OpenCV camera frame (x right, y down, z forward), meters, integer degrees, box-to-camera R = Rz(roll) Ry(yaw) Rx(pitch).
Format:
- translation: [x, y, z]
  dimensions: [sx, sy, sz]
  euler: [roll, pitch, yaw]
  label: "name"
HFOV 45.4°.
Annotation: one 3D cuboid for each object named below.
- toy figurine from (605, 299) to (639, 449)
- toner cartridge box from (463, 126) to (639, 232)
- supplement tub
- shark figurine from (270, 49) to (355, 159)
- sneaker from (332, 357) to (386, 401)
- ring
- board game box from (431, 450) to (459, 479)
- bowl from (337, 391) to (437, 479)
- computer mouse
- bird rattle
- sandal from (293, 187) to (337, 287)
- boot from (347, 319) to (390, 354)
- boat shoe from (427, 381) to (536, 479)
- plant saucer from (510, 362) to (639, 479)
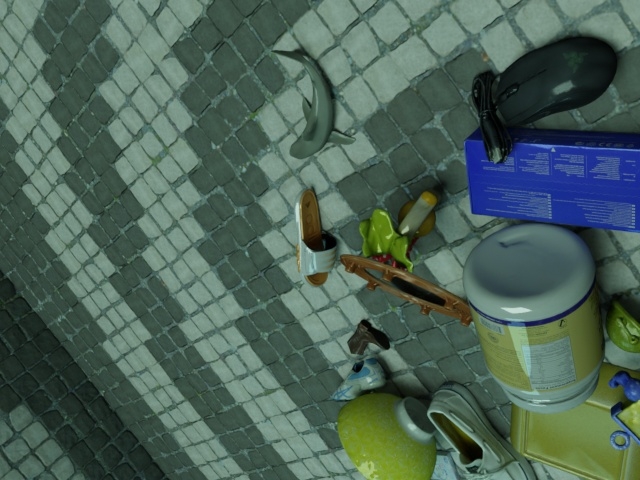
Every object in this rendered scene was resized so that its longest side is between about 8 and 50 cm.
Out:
- translation: [0.619, 0.318, 1.464]
  dimensions: [0.362, 0.191, 0.217]
  euler: [45, 114, 10]
  label: "toy figurine"
- translation: [0.447, -0.117, 1.423]
  dimensions: [0.348, 0.075, 0.165]
  euler: [9, 125, 34]
  label: "toner cartridge box"
- translation: [0.423, 0.157, 1.492]
  dimensions: [0.241, 0.241, 0.331]
  euler: [8, 137, 34]
  label: "supplement tub"
- translation: [-0.023, -0.277, 1.654]
  dimensions: [0.166, 0.116, 0.278]
  euler: [16, 130, 27]
  label: "shark figurine"
- translation: [0.100, 0.379, 2.053]
  dimensions: [0.237, 0.085, 0.086]
  euler: [-45, 54, 53]
  label: "sneaker"
- translation: [0.191, 0.114, 1.668]
  dimensions: [0.337, 0.032, 0.336]
  euler: [23, 171, 4]
  label: "ring"
- translation: [0.321, 0.609, 2.071]
  dimensions: [0.090, 0.020, 0.090]
  euler: [-6, 115, 41]
  label: "board game box"
- translation: [0.200, 0.486, 1.930]
  dimensions: [0.289, 0.289, 0.156]
  euler: [45, 112, 3]
  label: "bowl"
- translation: [0.375, -0.264, 1.332]
  dimensions: [0.272, 0.072, 0.188]
  euler: [-24, 65, 39]
  label: "computer mouse"
- translation: [0.193, -0.015, 1.617]
  dimensions: [0.143, 0.253, 0.207]
  euler: [40, 98, 17]
  label: "bird rattle"
- translation: [-0.006, 0.004, 1.844]
  dimensions: [0.076, 0.102, 0.265]
  euler: [12, 124, 35]
  label: "sandal"
- translation: [0.122, 0.272, 1.978]
  dimensions: [0.106, 0.037, 0.114]
  euler: [46, 135, 21]
  label: "boot"
- translation: [0.385, 0.532, 1.869]
  dimensions: [0.136, 0.156, 0.367]
  euler: [-29, 99, 46]
  label: "boat shoe"
- translation: [0.570, 0.409, 1.695]
  dimensions: [0.333, 0.081, 0.332]
  euler: [14, 128, 30]
  label: "plant saucer"
